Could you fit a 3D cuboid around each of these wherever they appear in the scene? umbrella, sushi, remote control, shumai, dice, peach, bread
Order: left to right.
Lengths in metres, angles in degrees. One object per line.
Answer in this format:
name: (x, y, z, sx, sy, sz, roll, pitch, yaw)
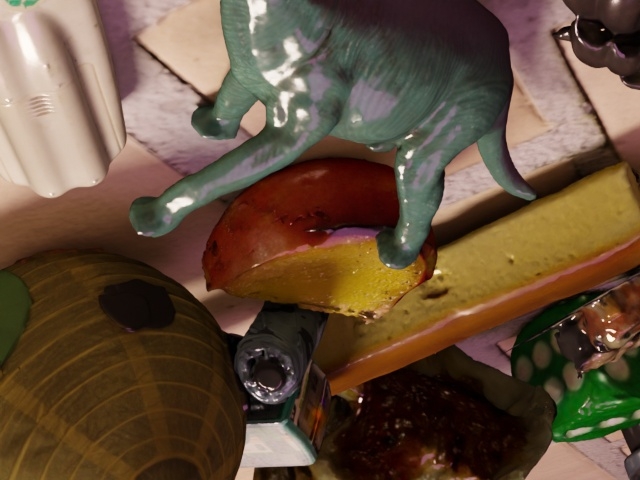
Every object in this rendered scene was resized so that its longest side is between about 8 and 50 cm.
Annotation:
remote control: (-0.154, -0.093, 0.696, 0.090, 0.049, 0.230, -17, 156, -6)
umbrella: (-0.024, 0.063, 1.004, 0.250, 0.053, 0.052, -65, -179, -75)
peach: (-0.001, -0.005, 0.951, 0.172, 0.092, 0.127, -2, 147, -13)
shumai: (0.099, 0.257, 1.316, 0.288, 0.330, 0.292, -10, 134, 12)
bread: (0.120, 0.042, 1.136, 0.361, 0.077, 0.138, -25, 167, 21)
dice: (0.286, 0.135, 1.412, 0.120, 0.131, 0.128, 1, 153, -30)
sushi: (0.347, 0.034, 1.212, 0.292, 0.059, 0.294, -20, 166, -45)

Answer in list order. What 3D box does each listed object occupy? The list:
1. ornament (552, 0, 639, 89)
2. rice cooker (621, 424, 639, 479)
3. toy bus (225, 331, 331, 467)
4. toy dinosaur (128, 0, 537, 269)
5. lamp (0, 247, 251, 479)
ornament: (0.220, -0.169, 0.733, 0.260, 0.106, 0.251, -2, 152, -19)
rice cooker: (0.457, 0.173, 1.494, 0.267, 0.225, 0.267, -14, 159, -6)
toy bus: (-0.115, 0.143, 1.119, 0.261, 0.091, 0.109, -6, 143, 30)
toy dinosaur: (0.062, -0.129, 0.725, 0.383, 0.129, 0.331, -1, 144, -35)
lamp: (-0.160, 0.137, 0.920, 0.250, 0.284, 0.250, -17, 121, -31)
